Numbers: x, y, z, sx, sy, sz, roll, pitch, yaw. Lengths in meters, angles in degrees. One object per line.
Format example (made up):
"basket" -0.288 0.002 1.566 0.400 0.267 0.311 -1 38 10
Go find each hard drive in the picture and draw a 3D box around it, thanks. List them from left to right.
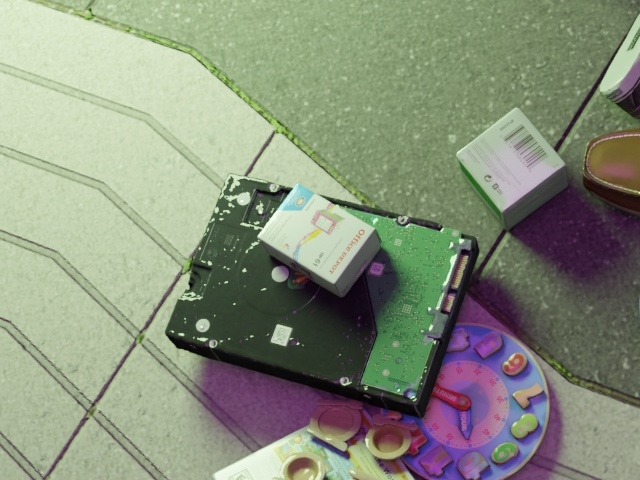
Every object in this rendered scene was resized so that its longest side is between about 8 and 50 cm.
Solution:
"hard drive" 0.003 0.064 1.940 0.339 0.064 0.237 13 71 19

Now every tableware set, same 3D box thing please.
"tableware set" 0.033 0.258 1.857 0.141 0.020 0.169 14 53 21

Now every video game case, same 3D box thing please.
"video game case" 0.011 0.316 1.841 0.206 0.026 0.227 -26 50 -13

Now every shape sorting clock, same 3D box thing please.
"shape sorting clock" 0.175 0.199 1.898 0.206 0.040 0.206 -3 74 10

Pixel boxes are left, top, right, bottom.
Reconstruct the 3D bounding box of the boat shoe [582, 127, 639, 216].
"boat shoe" 0.481 -0.087 1.879 0.324 0.120 0.123 7 76 12

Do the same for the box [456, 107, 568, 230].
"box" 0.239 -0.088 1.943 0.102 0.087 0.101 -37 71 0

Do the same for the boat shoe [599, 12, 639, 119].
"boat shoe" 0.434 -0.252 1.968 0.070 0.078 0.219 38 79 -16

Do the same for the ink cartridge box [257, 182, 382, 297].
"ink cartridge box" 0.000 0.000 1.905 0.122 0.052 0.088 31 76 21
